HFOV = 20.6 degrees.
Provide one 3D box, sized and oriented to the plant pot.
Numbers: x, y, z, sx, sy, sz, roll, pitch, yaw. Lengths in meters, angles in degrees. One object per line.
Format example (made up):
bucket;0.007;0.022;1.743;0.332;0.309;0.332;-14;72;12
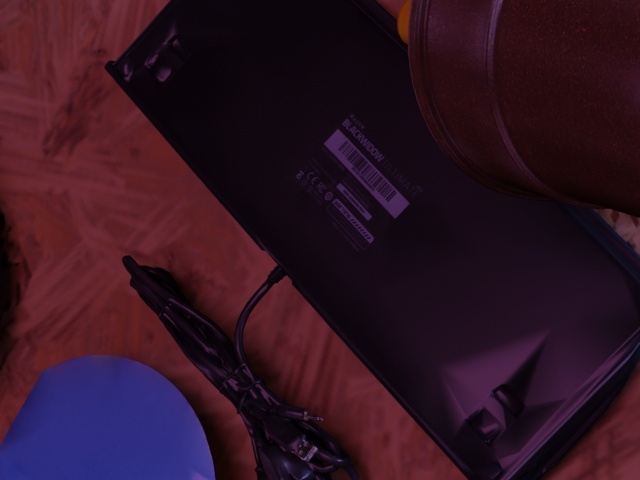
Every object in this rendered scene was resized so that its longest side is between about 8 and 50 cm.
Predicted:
plant pot;0.148;-0.070;0.657;0.165;0.167;0.167;31;96;51

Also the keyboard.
keyboard;0.000;0.000;0.837;0.201;0.033;0.317;-46;60;7

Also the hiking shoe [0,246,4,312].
hiking shoe;-0.263;-0.053;0.943;0.113;0.132;0.304;-26;68;24

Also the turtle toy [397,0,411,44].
turtle toy;0.099;-0.120;0.781;0.095;0.066;0.130;20;90;33

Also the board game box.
board game box;-0.114;0.142;0.876;0.133;0.033;0.168;31;91;37
